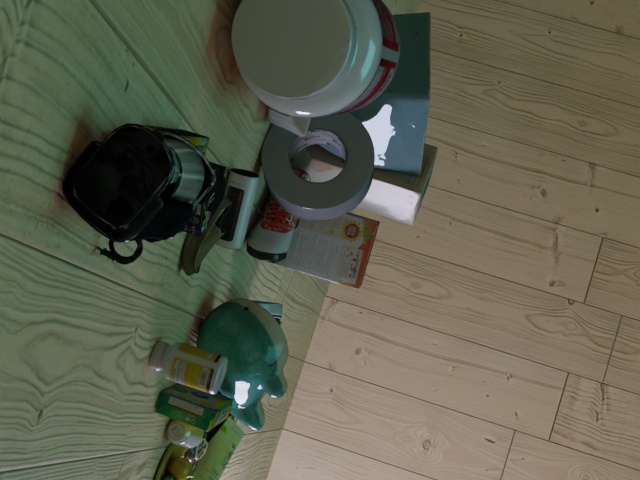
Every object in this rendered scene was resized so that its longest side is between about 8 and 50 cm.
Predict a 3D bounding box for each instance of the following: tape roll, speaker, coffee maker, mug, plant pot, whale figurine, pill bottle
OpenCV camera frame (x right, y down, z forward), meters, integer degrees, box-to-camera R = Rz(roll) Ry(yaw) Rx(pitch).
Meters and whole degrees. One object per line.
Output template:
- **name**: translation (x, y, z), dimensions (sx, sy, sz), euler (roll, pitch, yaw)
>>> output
- **tape roll**: translation (-0.004, -0.151, 2.055), dimensions (0.072, 0.219, 0.219), euler (84, 24, -72)
- **speaker**: translation (-0.147, -0.057, 1.852), dimensions (0.055, 0.055, 0.136), euler (-46, 153, -74)
- **coffee maker**: translation (-0.208, -0.044, 1.197), dimensions (0.178, 0.120, 0.171), euler (-7, 115, -81)
- **mug**: translation (-0.257, 0.350, 1.978), dimensions (0.064, 0.062, 0.078), euler (40, 54, -72)
- **plant pot**: translation (0.094, -0.307, 2.190), dimensions (0.247, 0.252, 0.248), euler (89, 5, -55)
- **whale figurine**: translation (-0.159, 0.244, 1.991), dimensions (0.141, 0.216, 0.272), euler (-25, 134, -40)
- **pill bottle**: translation (-0.214, 0.202, 1.709), dimensions (0.065, 0.116, 0.065), euler (18, 90, -83)
- **pill bottle**: translation (-0.006, -0.309, 1.658), dimensions (0.407, 0.229, 0.229), euler (-37, 143, -77)

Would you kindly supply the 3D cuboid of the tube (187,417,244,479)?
- **tube**: translation (-0.239, 0.488, 2.373), dimensions (0.240, 0.062, 0.070), euler (-63, 165, -49)

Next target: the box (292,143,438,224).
- **box**: translation (0.083, -0.164, 2.302), dimensions (0.121, 0.311, 0.148), euler (98, 11, -55)

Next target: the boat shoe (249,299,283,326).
- **boat shoe**: translation (-0.140, 0.188, 2.239), dimensions (0.306, 0.113, 0.105), euler (116, -21, -79)

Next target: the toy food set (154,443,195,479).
- **toy food set**: translation (-0.283, 0.501, 2.051), dimensions (0.128, 0.071, 0.218), euler (-51, 157, -70)

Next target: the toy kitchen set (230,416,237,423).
- **toy kitchen set**: translation (-0.202, 0.427, 2.481), dimensions (0.075, 0.068, 0.083), euler (-57, 162, -65)

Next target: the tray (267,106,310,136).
- **tray**: translation (-0.037, -0.334, 1.919), dimensions (0.145, 0.030, 0.270), euler (30, -72, 54)

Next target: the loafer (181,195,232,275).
- **loafer**: translation (-0.184, -0.011, 1.708), dimensions (0.056, 0.050, 0.148), euler (12, 95, -82)

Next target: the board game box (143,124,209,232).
- **board game box**: translation (-0.207, -0.078, 1.405), dimensions (0.170, 0.048, 0.141), euler (-26, 132, -80)

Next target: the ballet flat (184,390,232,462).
- **ballet flat**: translation (-0.229, 0.390, 2.242), dimensions (0.250, 0.058, 0.084), euler (-56, 160, -66)

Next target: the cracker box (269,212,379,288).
- **cracker box**: translation (0.000, 0.000, 2.367), dimensions (0.067, 0.232, 0.156), euler (-30, 137, -81)

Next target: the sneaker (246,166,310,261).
- **sneaker**: translation (-0.085, -0.066, 2.170), dimensions (0.270, 0.090, 0.145), euler (-64, 168, -66)

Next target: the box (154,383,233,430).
- **box**: translation (-0.222, 0.296, 1.908), dimensions (0.179, 0.105, 0.043), euler (19, 90, -83)

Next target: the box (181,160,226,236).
- **box**: translation (-0.163, -0.058, 1.382), dimensions (0.083, 0.052, 0.062), euler (-65, 171, -46)
